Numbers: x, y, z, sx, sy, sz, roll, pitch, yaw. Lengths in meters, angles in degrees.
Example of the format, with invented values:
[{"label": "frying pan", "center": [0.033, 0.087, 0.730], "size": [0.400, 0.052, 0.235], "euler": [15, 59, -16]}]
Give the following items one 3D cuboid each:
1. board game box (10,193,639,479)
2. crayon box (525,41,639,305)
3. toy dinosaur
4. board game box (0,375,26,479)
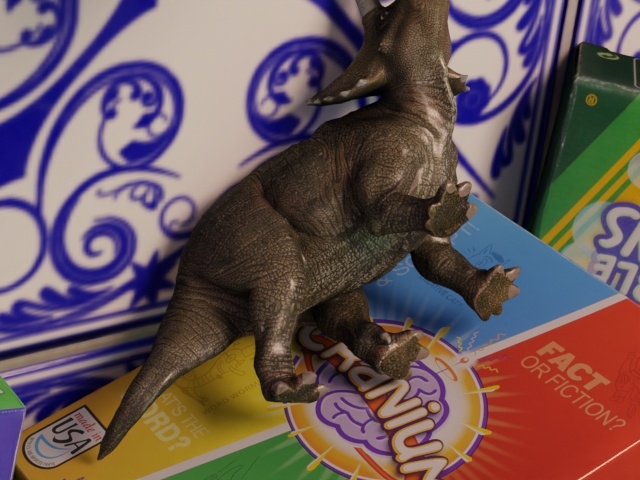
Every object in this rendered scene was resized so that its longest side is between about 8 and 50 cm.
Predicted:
[{"label": "board game box", "center": [0.025, 0.112, 0.915], "size": [0.316, 0.242, 0.064], "euler": [-29, 129, -21]}, {"label": "crayon box", "center": [0.218, 0.059, 1.091], "size": [0.203, 0.083, 0.323], "euler": [14, 114, 4]}, {"label": "toy dinosaur", "center": [0.000, 0.000, 0.930], "size": [0.313, 0.160, 0.121], "euler": [-49, 136, 6]}, {"label": "board game box", "center": [-0.283, 0.221, 0.903], "size": [0.213, 0.046, 0.317], "euler": [-2, 117, -36]}]
